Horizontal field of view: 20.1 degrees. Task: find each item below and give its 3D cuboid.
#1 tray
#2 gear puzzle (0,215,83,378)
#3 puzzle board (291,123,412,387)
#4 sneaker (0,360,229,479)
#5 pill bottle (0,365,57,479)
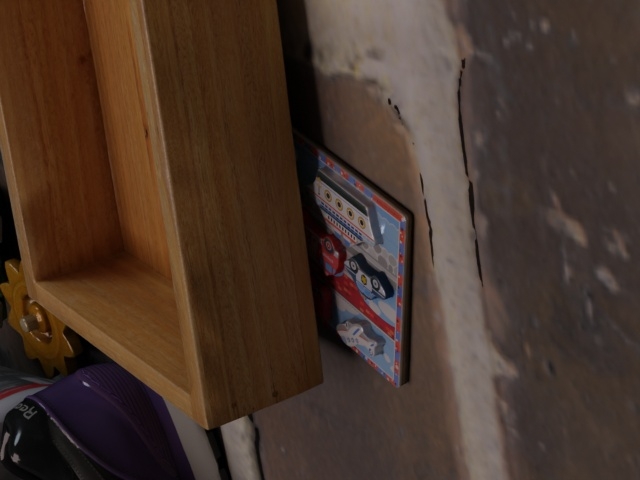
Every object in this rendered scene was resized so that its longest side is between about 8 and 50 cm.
[{"bbox_3d":[-0.099,-0.137,0.850,0.203,0.076,0.411,28,130,53],"label":"tray"},{"bbox_3d":[-0.251,-0.034,1.245,0.339,0.044,0.175,44,142,33],"label":"gear puzzle"},{"bbox_3d":[0.000,0.000,0.852,0.128,0.011,0.096,39,141,42],"label":"puzzle board"},{"bbox_3d":[-0.101,0.213,1.059,0.283,0.124,0.107,66,153,4],"label":"sneaker"},{"bbox_3d":[-0.234,0.162,1.210,0.283,0.161,0.161,5,113,58],"label":"pill bottle"}]
